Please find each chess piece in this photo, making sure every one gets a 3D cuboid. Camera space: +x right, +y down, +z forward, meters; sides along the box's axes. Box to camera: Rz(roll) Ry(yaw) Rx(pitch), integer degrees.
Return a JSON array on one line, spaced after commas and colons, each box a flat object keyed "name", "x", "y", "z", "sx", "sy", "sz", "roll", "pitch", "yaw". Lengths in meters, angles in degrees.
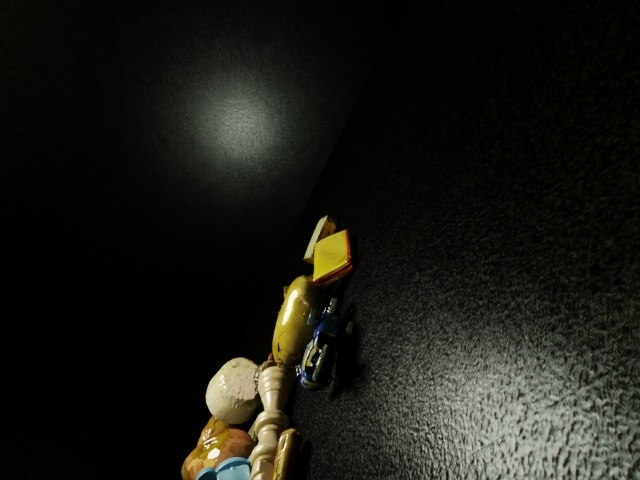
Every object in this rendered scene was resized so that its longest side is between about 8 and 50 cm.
[{"name": "chess piece", "x": -0.142, "y": 0.540, "z": 1.160, "sx": 0.397, "sy": 0.117, "sz": 0.117, "roll": -94, "pitch": 30, "yaw": -67}]

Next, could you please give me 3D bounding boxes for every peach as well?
[{"name": "peach", "x": -0.314, "y": 0.716, "z": 1.265, "sx": 0.214, "sy": 0.235, "sz": 0.214, "roll": 170, "pitch": 90, "yaw": -80}]

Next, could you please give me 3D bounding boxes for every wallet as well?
[{"name": "wallet", "x": 0.049, "y": 0.057, "z": 1.324, "sx": 0.141, "sy": 0.067, "sz": 0.241, "roll": -29, "pitch": 23, "yaw": 15}]

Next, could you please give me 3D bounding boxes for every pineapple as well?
[{"name": "pineapple", "x": -0.200, "y": 0.521, "z": 1.511, "sx": 0.119, "sy": 0.111, "sz": 0.237, "roll": -63, "pitch": 4, "yaw": -36}]

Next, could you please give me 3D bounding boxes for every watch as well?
[{"name": "watch", "x": -0.222, "y": 0.699, "z": 1.076, "sx": 0.211, "sy": 0.210, "sz": 0.193, "roll": -66, "pitch": 21, "yaw": 0}]

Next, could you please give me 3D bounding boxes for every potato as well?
[{"name": "potato", "x": -0.069, "y": 0.265, "z": 1.278, "sx": 0.173, "sy": 0.140, "sz": 0.301, "roll": 21, "pitch": 96, "yaw": 68}]

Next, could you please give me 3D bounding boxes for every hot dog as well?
[{"name": "hot dog", "x": -0.086, "y": 0.564, "z": 0.929, "sx": 0.092, "sy": 0.062, "sz": 0.236, "roll": 99, "pitch": -178, "yaw": -60}]

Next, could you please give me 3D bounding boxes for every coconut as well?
[{"name": "coconut", "x": -0.361, "y": 0.646, "z": 1.715, "sx": 0.244, "sy": 0.239, "sz": 0.239, "roll": -57, "pitch": 13, "yaw": 38}]

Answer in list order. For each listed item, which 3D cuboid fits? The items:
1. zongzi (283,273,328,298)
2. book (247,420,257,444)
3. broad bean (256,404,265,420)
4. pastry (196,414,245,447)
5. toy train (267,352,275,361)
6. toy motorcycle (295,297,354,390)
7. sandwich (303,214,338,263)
[{"name": "zongzi", "x": -0.010, "y": 0.205, "z": 1.408, "sx": 0.187, "sy": 0.184, "sz": 0.084, "roll": -28, "pitch": 17, "yaw": 5}, {"name": "book", "x": -0.279, "y": 0.812, "z": 1.485, "sx": 0.161, "sy": 0.026, "sz": 0.231, "roll": -61, "pitch": 11, "yaw": 23}, {"name": "broad bean", "x": -0.183, "y": 0.622, "z": 1.346, "sx": 0.292, "sy": 0.049, "sz": 0.144, "roll": 180, "pitch": 110, "yaw": -78}, {"name": "pastry", "x": -0.436, "y": 0.875, "z": 1.783, "sx": 0.311, "sy": 0.161, "sz": 0.255, "roll": -63, "pitch": -9, "yaw": -67}, {"name": "toy train", "x": -0.203, "y": 0.532, "z": 1.677, "sx": 0.138, "sy": 0.050, "sz": 0.087, "roll": -89, "pitch": 20, "yaw": -64}, {"name": "toy motorcycle", "x": 0.005, "y": 0.268, "z": 1.016, "sx": 0.315, "sy": 0.113, "sz": 0.169, "roll": -66, "pitch": -6, "yaw": -69}, {"name": "sandwich", "x": 0.000, "y": 0.000, "z": 1.799, "sx": 0.215, "sy": 0.065, "sz": 0.186, "roll": -68, "pitch": 10, "yaw": -12}]
